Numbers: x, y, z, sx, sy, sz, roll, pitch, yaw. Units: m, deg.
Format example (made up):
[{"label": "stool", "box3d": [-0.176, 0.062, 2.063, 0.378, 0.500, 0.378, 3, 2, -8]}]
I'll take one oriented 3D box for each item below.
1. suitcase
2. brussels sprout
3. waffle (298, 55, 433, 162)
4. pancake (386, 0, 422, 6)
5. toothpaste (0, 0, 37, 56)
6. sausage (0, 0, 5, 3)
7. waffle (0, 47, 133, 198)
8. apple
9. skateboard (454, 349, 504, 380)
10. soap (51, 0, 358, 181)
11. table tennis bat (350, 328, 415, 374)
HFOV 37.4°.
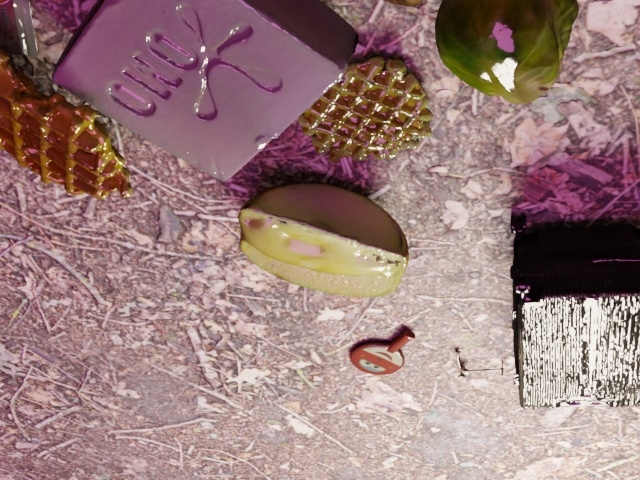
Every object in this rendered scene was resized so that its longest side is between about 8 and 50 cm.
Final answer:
[{"label": "suitcase", "box3d": [0.416, 0.118, 1.482, 0.229, 0.152, 0.335, -2, 138, 11]}, {"label": "brussels sprout", "box3d": [0.219, -0.251, 1.125, 0.161, 0.144, 0.181, -32, 129, -15]}, {"label": "waffle", "box3d": [0.060, -0.173, 1.299, 0.183, 0.036, 0.169, -13, 135, 21]}, {"label": "pancake", "box3d": [0.003, -0.315, 1.040, 0.250, 0.250, 0.031, 22, 98, -15]}, {"label": "toothpaste", "box3d": [-0.514, -0.290, 1.247, 0.266, 0.061, 0.096, 3, 137, -4]}, {"label": "sausage", "box3d": [-0.318, -0.354, 1.134, 0.274, 0.074, 0.074, -16, 132, 21]}, {"label": "waffle", "box3d": [-0.390, -0.158, 1.284, 0.301, 0.058, 0.281, 43, 153, -24]}, {"label": "apple", "box3d": [0.000, 0.000, 1.435, 0.265, 0.120, 0.193, 17, 148, -7]}, {"label": "skateboard", "box3d": [0.284, 0.220, 1.691, 0.083, 0.032, 0.064, -4, 125, 16]}, {"label": "soap", "box3d": [-0.148, -0.239, 1.199, 0.285, 0.107, 0.296, 29, 138, -22]}, {"label": "table tennis bat", "box3d": [0.117, 0.201, 1.702, 0.098, 0.019, 0.154, 27, 136, -19]}]
